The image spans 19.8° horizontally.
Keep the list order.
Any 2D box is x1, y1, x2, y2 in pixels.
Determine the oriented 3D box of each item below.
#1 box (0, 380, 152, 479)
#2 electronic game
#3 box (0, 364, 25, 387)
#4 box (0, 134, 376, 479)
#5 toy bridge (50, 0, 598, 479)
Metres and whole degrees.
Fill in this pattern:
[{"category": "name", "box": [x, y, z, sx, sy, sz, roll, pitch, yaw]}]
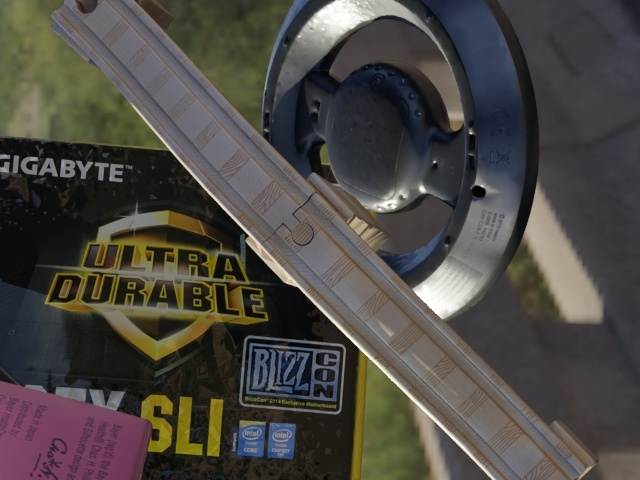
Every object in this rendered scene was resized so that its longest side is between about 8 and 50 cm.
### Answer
[{"category": "box", "box": [-0.154, 0.204, 0.658, 0.213, 0.117, 0.243, -81, 6, -64]}, {"category": "electronic game", "box": [0.041, -0.061, 1.082, 0.229, 0.048, 0.229, 8, 100, 49]}, {"category": "box", "box": [-0.293, 0.156, 0.957, 0.294, 0.296, 0.183, -50, 23, -13]}, {"category": "box", "box": [-0.125, 0.059, 1.398, 0.079, 0.322, 0.257, 132, 142, -80]}, {"category": "toy bridge", "box": [0.000, 0.000, 0.461, 0.026, 0.188, 0.063, -45, -12, 4]}]
